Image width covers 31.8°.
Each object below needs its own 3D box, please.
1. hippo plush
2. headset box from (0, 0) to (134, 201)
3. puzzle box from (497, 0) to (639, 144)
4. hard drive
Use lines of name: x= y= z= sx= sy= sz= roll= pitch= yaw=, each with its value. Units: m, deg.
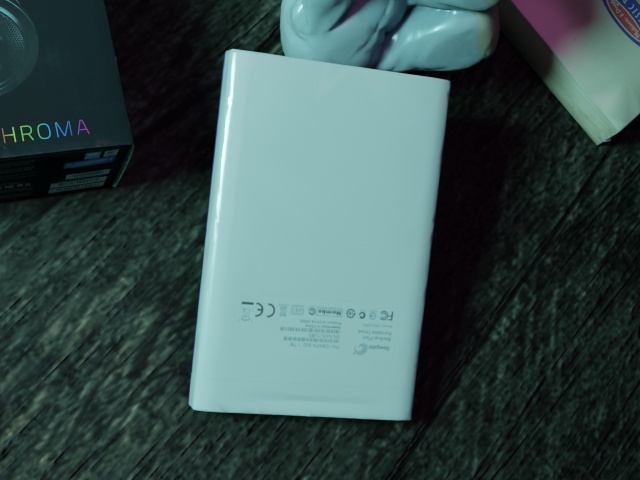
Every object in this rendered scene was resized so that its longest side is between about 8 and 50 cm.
hippo plush: x=0.046 y=-0.278 z=1.092 sx=0.234 sy=0.294 sz=0.237 roll=3 pitch=52 yaw=-18
headset box: x=-0.314 y=-0.181 z=0.977 sx=0.246 sy=0.131 sz=0.283 roll=-8 pitch=78 yaw=-21
puzzle box: x=0.276 y=-0.340 z=1.260 sx=0.272 sy=0.052 sz=0.409 roll=-39 pitch=90 yaw=-24
hard drive: x=0.000 y=0.000 z=1.028 sx=0.210 sy=0.040 sz=0.319 roll=5 pitch=93 yaw=-17
